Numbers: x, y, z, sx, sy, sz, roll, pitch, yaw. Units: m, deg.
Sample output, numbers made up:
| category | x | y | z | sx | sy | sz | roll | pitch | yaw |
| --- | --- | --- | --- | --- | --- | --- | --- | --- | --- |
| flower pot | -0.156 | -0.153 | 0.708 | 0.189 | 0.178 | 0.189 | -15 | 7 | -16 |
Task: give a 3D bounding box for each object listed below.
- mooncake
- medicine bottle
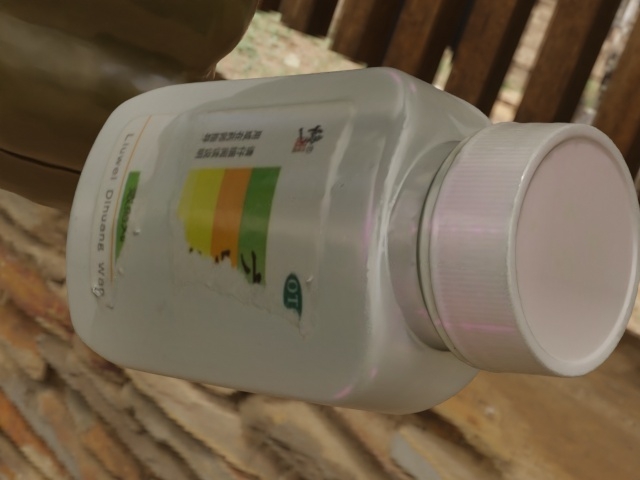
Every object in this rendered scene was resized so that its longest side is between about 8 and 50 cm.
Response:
| category | x | y | z | sx | sy | sz | roll | pitch | yaw |
| --- | --- | --- | --- | --- | --- | --- | --- | --- | --- |
| mooncake | -0.142 | -0.199 | 0.890 | 0.201 | 0.378 | 0.378 | 18 | 19 | -6 |
| medicine bottle | 0.000 | 0.000 | 0.579 | 0.296 | 0.161 | 0.111 | 5 | -7 | 42 |
